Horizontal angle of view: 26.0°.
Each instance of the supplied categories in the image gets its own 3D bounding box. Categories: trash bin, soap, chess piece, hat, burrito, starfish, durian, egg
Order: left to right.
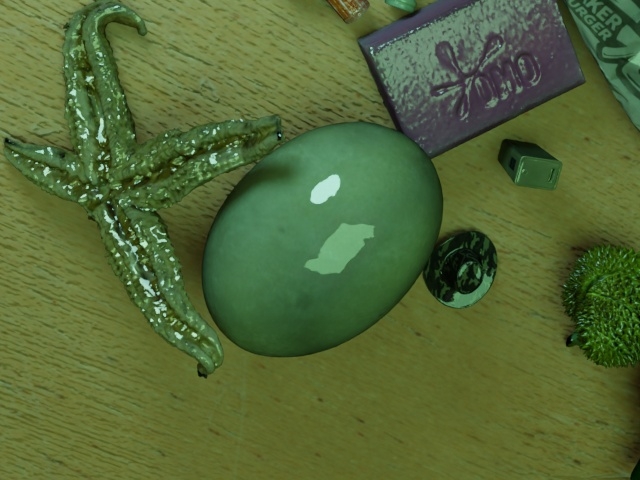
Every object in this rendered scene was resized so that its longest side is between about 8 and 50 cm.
[{"bbox_3d":[-0.201,-0.083,1.721,0.432,0.082,0.324,43,105,19],"label":"starfish"},{"bbox_3d":[0.000,0.000,1.785,0.352,0.258,0.258,-38,113,11],"label":"egg"},{"bbox_3d":[0.118,-0.345,1.792,0.042,0.042,0.093,19,101,-17],"label":"chess piece"},{"bbox_3d":[0.203,0.047,1.951,0.121,0.050,0.121,-4,114,-10],"label":"hat"},{"bbox_3d":[0.202,-0.236,1.825,0.259,0.081,0.181,-25,113,-1],"label":"soap"},{"bbox_3d":[0.283,-0.105,1.884,0.061,0.092,0.043,7,108,-13],"label":"trash bin"},{"bbox_3d":[0.423,0.100,1.952,0.146,0.159,0.198,-13,113,0],"label":"durian"},{"bbox_3d":[0.417,-0.270,1.829,0.139,0.101,0.445,-42,117,-16],"label":"burrito"}]

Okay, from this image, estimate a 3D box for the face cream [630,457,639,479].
[{"bbox_3d":[0.624,0.254,2.016,0.312,0.219,0.357,18,110,-18],"label":"face cream"}]

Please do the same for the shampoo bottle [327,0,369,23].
[{"bbox_3d":[-0.020,-0.368,1.749,0.108,0.051,0.221,-41,113,5],"label":"shampoo bottle"}]
